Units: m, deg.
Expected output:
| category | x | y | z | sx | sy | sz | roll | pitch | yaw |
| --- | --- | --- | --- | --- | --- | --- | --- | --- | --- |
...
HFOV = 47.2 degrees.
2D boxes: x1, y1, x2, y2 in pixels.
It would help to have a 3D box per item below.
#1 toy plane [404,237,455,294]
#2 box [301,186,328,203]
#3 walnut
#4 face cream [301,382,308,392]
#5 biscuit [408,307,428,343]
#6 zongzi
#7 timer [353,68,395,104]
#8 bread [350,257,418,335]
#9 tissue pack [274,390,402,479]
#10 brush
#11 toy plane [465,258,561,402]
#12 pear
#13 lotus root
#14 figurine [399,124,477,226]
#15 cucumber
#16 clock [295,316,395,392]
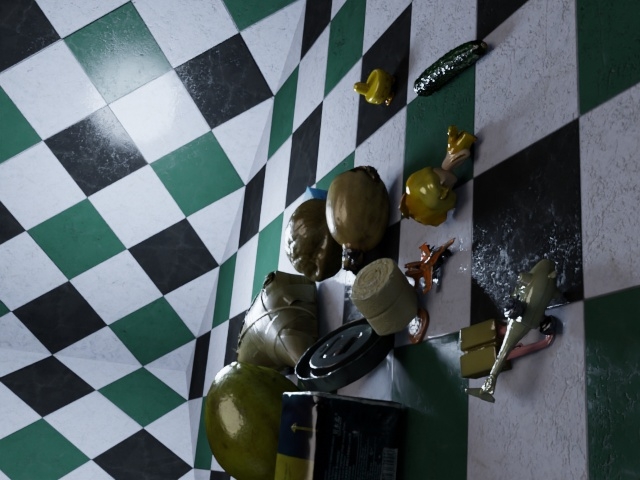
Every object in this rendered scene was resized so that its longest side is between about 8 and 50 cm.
| category | x | y | z | sx | sy | sz | roll | pitch | yaw |
| --- | --- | --- | --- | --- | --- | --- | --- | --- | --- |
| toy plane | 0.272 | 0.047 | 1.743 | 0.188 | 0.062 | 0.135 | -39 | 42 | 40 |
| box | -0.009 | -0.071 | 2.524 | 0.232 | 0.083 | 0.142 | -116 | 40 | -57 |
| walnut | 0.000 | 0.000 | 2.254 | 0.283 | 0.227 | 0.283 | -168 | 90 | -83 |
| face cream | 0.056 | 0.353 | 2.132 | 0.341 | 0.084 | 0.137 | -47 | 24 | 46 |
| biscuit | 0.237 | 0.207 | 1.795 | 0.078 | 0.015 | 0.091 | -129 | 53 | -65 |
| zongzi | -0.170 | 0.408 | 2.437 | 0.467 | 0.218 | 0.500 | -91 | 25 | -54 |
| timer | 0.165 | -0.470 | 2.230 | 0.107 | 0.109 | 0.107 | -169 | 90 | -70 |
| bread | 0.162 | 0.138 | 1.806 | 0.134 | 0.141 | 0.148 | -17 | 32 | 36 |
| tissue pack | 0.035 | 0.588 | 1.776 | 0.253 | 0.264 | 0.416 | -25 | 57 | 61 |
| brush | 0.365 | 0.197 | 1.419 | 0.233 | 0.047 | 0.103 | -31 | 50 | 51 |
| toy plane | 0.355 | 0.164 | 1.339 | 0.108 | 0.092 | 0.286 | -158 | 91 | -79 |
| pear | -0.178 | 0.566 | 2.216 | 0.413 | 0.352 | 0.352 | 52 | 137 | 20 |
| lotus root | 0.103 | -0.058 | 2.065 | 0.183 | 0.183 | 0.310 | 142 | 136 | -61 |
| figurine | 0.284 | -0.147 | 1.729 | 0.246 | 0.131 | 0.156 | -61 | 3 | 10 |
| cucumber | 0.328 | -0.441 | 1.839 | 0.293 | 0.068 | 0.067 | 152 | 126 | -64 |
| clock | 0.064 | 0.294 | 1.906 | 0.055 | 0.281 | 0.280 | 59 | 164 | -12 |
